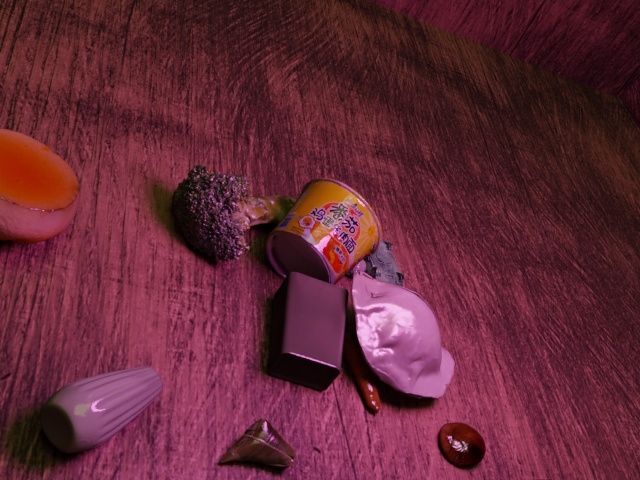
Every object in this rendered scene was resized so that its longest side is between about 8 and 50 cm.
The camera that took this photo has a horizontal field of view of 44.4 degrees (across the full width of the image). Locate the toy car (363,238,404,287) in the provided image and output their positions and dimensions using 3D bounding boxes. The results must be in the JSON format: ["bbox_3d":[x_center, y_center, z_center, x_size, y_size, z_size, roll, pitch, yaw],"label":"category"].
[{"bbox_3d":[0.163,0.072,2.178,0.090,0.076,0.224,15,34,-23],"label":"toy car"}]

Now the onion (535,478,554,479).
[{"bbox_3d":[0.546,0.627,1.809,0.184,0.147,0.184,8,43,-7],"label":"onion"}]

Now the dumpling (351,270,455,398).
[{"bbox_3d":[0.191,0.242,1.925,0.341,0.181,0.260,65,28,-28],"label":"dumpling"}]

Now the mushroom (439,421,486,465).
[{"bbox_3d":[0.343,0.487,1.890,0.123,0.052,0.123,19,37,-15],"label":"mushroom"}]

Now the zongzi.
[{"bbox_3d":[-0.116,0.463,1.620,0.154,0.062,0.130,49,60,-5],"label":"zongzi"}]

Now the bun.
[{"bbox_3d":[-0.688,-0.103,1.711,0.299,0.165,0.299,31,25,-17],"label":"bun"}]

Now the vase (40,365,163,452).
[{"bbox_3d":[-0.409,0.313,1.510,0.128,0.128,0.248,46,31,15],"label":"vase"}]

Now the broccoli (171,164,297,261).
[{"bbox_3d":[-0.188,-0.068,2.014,0.361,0.221,0.252,4,11,-31],"label":"broccoli"}]

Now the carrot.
[{"bbox_3d":[0.101,0.322,1.898,0.061,0.061,0.209,0,53,-34],"label":"carrot"}]

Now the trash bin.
[{"bbox_3d":[-0.032,0.216,1.864,0.164,0.122,0.240,21,43,-14],"label":"trash bin"}]

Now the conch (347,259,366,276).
[{"bbox_3d":[0.087,0.068,2.147,0.076,0.056,0.085,6,23,-3],"label":"conch"}]

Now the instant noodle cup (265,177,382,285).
[{"bbox_3d":[0.000,0.000,2.003,0.264,0.264,0.200,38,54,6],"label":"instant noodle cup"}]
